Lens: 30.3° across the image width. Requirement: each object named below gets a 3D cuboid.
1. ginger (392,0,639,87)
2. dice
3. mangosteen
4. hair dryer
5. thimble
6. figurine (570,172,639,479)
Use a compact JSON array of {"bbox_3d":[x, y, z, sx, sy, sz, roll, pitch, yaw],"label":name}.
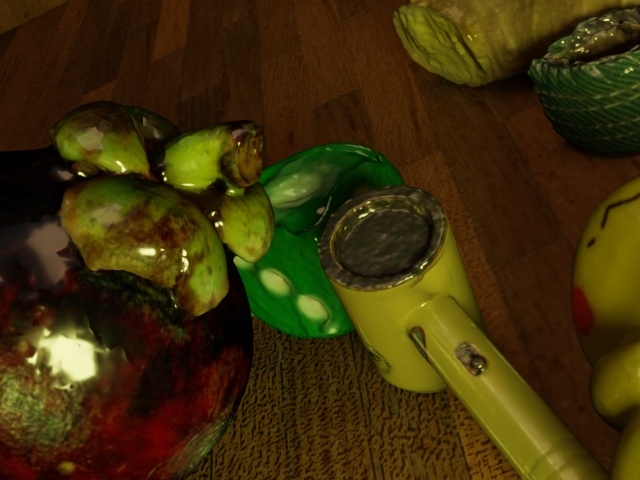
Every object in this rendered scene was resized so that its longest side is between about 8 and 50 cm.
[{"bbox_3d":[0.223,-0.232,1.174,0.354,0.126,0.190,-6,39,34],"label":"ginger"},{"bbox_3d":[0.000,0.000,0.982,0.128,0.120,0.131,-6,32,40],"label":"dice"},{"bbox_3d":[-0.178,0.052,0.868,0.311,0.311,0.311,-22,27,12],"label":"mangosteen"},{"bbox_3d":[0.101,0.091,0.752,0.090,0.135,0.278,-31,43,-7],"label":"hair dryer"},{"bbox_3d":[0.259,-0.139,1.014,0.118,0.090,0.135,-44,29,-28],"label":"thimble"},{"bbox_3d":[0.231,0.045,0.621,0.218,0.169,0.327,-43,26,24],"label":"figurine"}]
